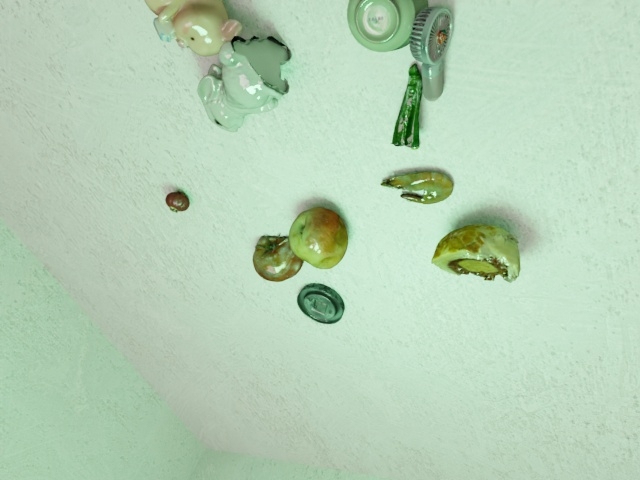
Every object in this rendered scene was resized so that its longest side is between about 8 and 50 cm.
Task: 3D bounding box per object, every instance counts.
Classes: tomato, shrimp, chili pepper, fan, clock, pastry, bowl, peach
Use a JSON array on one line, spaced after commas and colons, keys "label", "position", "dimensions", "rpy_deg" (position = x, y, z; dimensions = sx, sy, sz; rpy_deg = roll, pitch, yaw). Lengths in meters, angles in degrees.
[{"label": "tomato", "position": [-0.184, 0.086, 1.892], "dimensions": [0.214, 0.155, 0.181], "rpy_deg": [-3, 130, 28]}, {"label": "shrimp", "position": [0.306, -0.167, 1.501], "dimensions": [0.235, 0.053, 0.133], "rpy_deg": [1, 148, 22]}, {"label": "chili pepper", "position": [0.250, -0.380, 1.320], "dimensions": [0.088, 0.059, 0.227], "rpy_deg": [16, 119, 27]}, {"label": "fan", "position": [0.289, -0.470, 1.200], "dimensions": [0.074, 0.130, 0.244], "rpy_deg": [25, 152, 32]}, {"label": "clock", "position": [0.003, 0.275, 2.028], "dimensions": [0.214, 0.042, 0.215], "rpy_deg": [14, 132, 16]}, {"label": "pastry", "position": [0.487, 0.027, 1.474], "dimensions": [0.236, 0.170, 0.256], "rpy_deg": [22, 166, -13]}, {"label": "bowl", "position": [0.157, -0.572, 1.181], "dimensions": [0.211, 0.112, 0.212], "rpy_deg": [14, 130, 17]}, {"label": "peach", "position": [0.000, 0.000, 1.700], "dimensions": [0.214, 0.214, 0.235], "rpy_deg": [-13, 138, 35]}]

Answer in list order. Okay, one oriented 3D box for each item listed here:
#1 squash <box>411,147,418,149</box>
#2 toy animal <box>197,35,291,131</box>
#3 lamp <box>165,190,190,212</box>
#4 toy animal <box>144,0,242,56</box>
[{"label": "squash", "position": [0.274, -0.313, 1.397], "dimensions": [0.027, 0.027, 0.083], "rpy_deg": [-5, 126, 30]}, {"label": "toy animal", "position": [-0.256, -0.469, 1.434], "dimensions": [0.257, 0.194, 0.357], "rpy_deg": [29, 149, -35]}, {"label": "lamp", "position": [-0.590, -0.160, 1.932], "dimensions": [0.101, 0.090, 0.101], "rpy_deg": [17, 172, 3]}, {"label": "toy animal", "position": [-0.371, -0.643, 1.318], "dimensions": [0.195, 0.212, 0.256], "rpy_deg": [16, 134, 64]}]
